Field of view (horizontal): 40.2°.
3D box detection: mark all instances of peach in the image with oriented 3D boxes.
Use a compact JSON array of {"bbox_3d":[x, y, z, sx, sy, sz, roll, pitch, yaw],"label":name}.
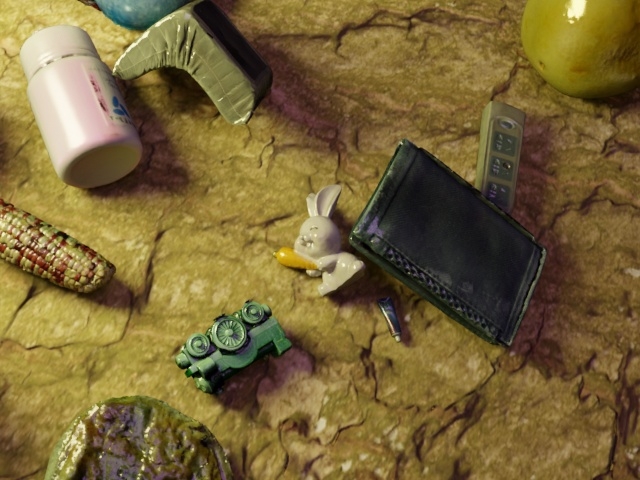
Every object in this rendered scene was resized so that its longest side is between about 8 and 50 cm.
[{"bbox_3d":[0.566,-0.449,1.742,0.314,0.315,0.281,1,47,-4],"label":"peach"}]

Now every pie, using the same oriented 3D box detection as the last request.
[{"bbox_3d":[-0.261,0.360,1.261,0.277,0.078,0.277,5,65,-10],"label":"pie"}]

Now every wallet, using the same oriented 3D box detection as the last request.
[{"bbox_3d":[0.227,0.006,1.528,0.342,0.075,0.237,36,61,-11],"label":"wallet"}]

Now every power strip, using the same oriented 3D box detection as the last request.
[{"bbox_3d":[0.339,-0.147,1.679,0.080,0.048,0.286,16,63,-4],"label":"power strip"}]

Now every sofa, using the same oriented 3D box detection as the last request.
[{"bbox_3d":[-0.215,-0.295,1.551,0.225,0.176,0.210,48,19,-15],"label":"sofa"}]

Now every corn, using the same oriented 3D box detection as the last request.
[{"bbox_3d":[-0.448,0.011,1.390,0.253,0.086,0.086,27,61,-2],"label":"corn"}]

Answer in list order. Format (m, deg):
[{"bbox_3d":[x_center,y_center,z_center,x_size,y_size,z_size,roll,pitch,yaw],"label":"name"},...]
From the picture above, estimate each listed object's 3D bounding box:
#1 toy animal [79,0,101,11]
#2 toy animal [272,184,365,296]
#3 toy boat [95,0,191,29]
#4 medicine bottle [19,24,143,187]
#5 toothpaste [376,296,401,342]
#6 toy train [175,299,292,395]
[{"bbox_3d":[-0.475,-0.502,1.651,0.105,0.070,0.202,-28,70,-40],"label":"toy animal"},{"bbox_3d":[0.000,0.000,1.512,0.127,0.131,0.181,-15,73,-55],"label":"toy animal"},{"bbox_3d":[-0.328,-0.540,1.651,0.215,0.123,0.330,13,51,-8],"label":"toy boat"},{"bbox_3d":[-0.409,-0.228,1.480,0.152,0.152,0.254,-17,69,-21],"label":"medicine bottle"},{"bbox_3d":[0.121,0.136,1.499,0.027,0.019,0.083,-20,67,4],"label":"toothpaste"},{"bbox_3d":[-0.141,0.171,1.392,0.178,0.071,0.104,-31,85,-26],"label":"toy train"}]
